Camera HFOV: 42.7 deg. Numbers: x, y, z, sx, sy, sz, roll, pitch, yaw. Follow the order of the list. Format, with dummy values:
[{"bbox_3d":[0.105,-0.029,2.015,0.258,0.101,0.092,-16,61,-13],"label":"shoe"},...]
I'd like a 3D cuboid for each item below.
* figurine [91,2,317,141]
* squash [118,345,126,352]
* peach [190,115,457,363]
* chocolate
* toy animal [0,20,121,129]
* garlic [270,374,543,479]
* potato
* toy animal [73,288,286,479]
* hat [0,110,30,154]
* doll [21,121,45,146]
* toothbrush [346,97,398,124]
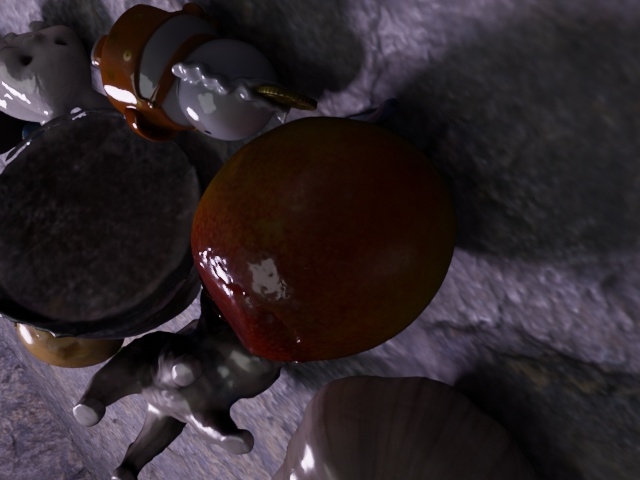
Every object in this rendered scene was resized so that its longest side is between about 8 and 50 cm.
[{"bbox_3d":[-0.120,-0.170,0.833,0.271,0.143,0.143,3,127,30],"label":"figurine"},{"bbox_3d":[-0.390,0.246,1.735,0.066,0.066,0.229,55,150,-4],"label":"squash"},{"bbox_3d":[0.000,0.000,0.729,0.231,0.231,0.231,36,147,28],"label":"peach"},{"bbox_3d":[-0.275,0.001,1.100,0.303,0.303,0.213,43,172,18],"label":"chocolate"},{"bbox_3d":[-0.388,-0.215,1.157,0.193,0.127,0.179,21,140,42],"label":"toy animal"},{"bbox_3d":[0.098,0.296,0.883,0.317,0.259,0.318,6,112,15],"label":"garlic"},{"bbox_3d":[-0.379,0.122,1.243,0.234,0.146,0.150,118,135,-77],"label":"potato"},{"bbox_3d":[-0.171,0.179,1.198,0.344,0.303,0.194,-23,109,36],"label":"toy animal"},{"bbox_3d":[-0.675,-0.233,1.475,0.336,0.209,0.238,14,136,51],"label":"hat"},{"bbox_3d":[-0.498,-0.171,1.446,0.076,0.050,0.083,45,157,53],"label":"doll"},{"bbox_3d":[-0.006,-0.109,0.826,0.027,0.021,0.269,49,154,-20],"label":"toothbrush"}]
